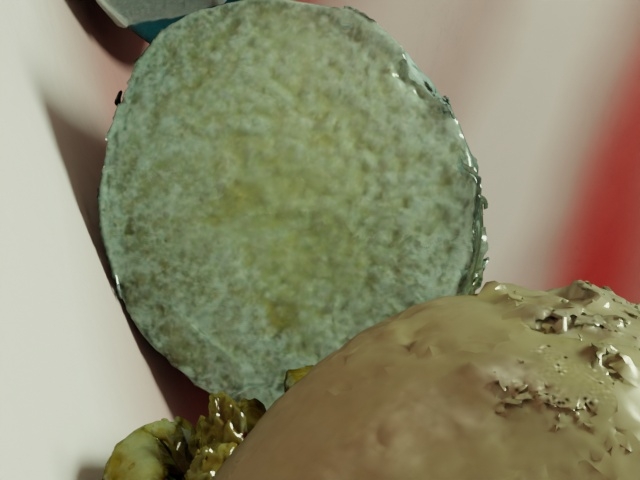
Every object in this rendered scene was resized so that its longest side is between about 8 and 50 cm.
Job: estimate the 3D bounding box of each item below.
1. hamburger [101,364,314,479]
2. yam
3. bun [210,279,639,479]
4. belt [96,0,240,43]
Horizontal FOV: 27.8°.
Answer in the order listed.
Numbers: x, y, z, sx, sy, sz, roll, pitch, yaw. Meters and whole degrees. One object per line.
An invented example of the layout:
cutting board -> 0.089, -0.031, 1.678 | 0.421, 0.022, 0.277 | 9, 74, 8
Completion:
hamburger -> -0.021, 0.151, 0.592 | 0.159, 0.131, 0.185 | -160, -134, -79
yam -> 0.000, 0.000, 0.878 | 0.348, 0.241, 0.241 | 46, 22, -78
bun -> 0.086, 0.195, 0.423 | 0.234, 0.326, 0.362 | 20, -44, 52
belt -> -0.139, -0.335, 1.050 | 0.300, 0.173, 0.436 | 53, 10, -31
